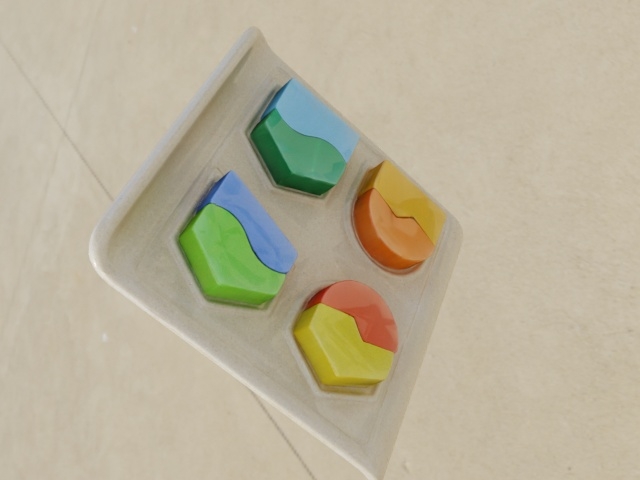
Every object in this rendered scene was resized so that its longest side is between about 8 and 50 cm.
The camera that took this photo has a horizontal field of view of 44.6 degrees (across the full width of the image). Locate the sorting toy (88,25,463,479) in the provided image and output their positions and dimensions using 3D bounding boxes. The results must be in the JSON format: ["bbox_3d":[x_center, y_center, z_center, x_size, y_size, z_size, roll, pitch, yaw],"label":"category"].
[{"bbox_3d":[0.000,0.000,0.439,0.038,0.208,0.193,-26,29,45],"label":"sorting toy"}]
